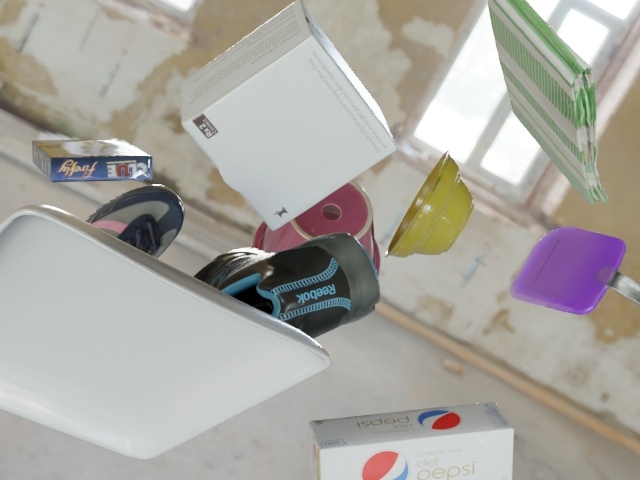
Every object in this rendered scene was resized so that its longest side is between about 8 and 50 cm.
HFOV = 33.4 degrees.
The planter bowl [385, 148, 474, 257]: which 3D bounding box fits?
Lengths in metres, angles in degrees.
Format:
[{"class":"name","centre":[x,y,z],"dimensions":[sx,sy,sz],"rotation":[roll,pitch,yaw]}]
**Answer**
[{"class":"planter bowl","centre":[0.204,-0.043,1.845],"dimensions":[0.090,0.217,0.217],"rotation":[30,11,-1]}]

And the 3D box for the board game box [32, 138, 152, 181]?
[{"class":"board game box","centre":[-0.394,-0.139,1.820],"dimensions":[0.165,0.042,0.243],"rotation":[-3,13,-21]}]

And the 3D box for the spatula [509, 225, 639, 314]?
[{"class":"spatula","centre":[0.298,0.057,0.893],"dimensions":[0.296,0.084,0.030],"rotation":[23,-16,34]}]

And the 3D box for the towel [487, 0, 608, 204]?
[{"class":"towel","centre":[0.327,-0.213,1.536],"dimensions":[0.248,0.038,0.325],"rotation":[58,0,35]}]

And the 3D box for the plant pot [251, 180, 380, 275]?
[{"class":"plant pot","centre":[0.000,0.000,1.595],"dimensions":[0.201,0.201,0.180],"rotation":[31,-32,11]}]

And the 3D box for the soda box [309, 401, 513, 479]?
[{"class":"soda box","centre":[0.099,0.233,1.169],"dimensions":[0.216,0.073,0.069],"rotation":[-4,18,-8]}]

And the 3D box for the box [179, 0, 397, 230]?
[{"class":"box","centre":[-0.039,-0.143,1.231],"dimensions":[0.181,0.182,0.119],"rotation":[50,14,-31]}]

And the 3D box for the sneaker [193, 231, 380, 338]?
[{"class":"sneaker","centre":[-0.093,0.070,1.162],"dimensions":[0.140,0.341,0.125],"rotation":[-19,86,-40]}]

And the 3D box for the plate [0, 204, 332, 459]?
[{"class":"plate","centre":[-0.178,0.080,0.859],"dimensions":[0.277,0.278,0.045],"rotation":[29,47,-30]}]

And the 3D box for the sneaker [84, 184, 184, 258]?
[{"class":"sneaker","centre":[-0.266,0.045,1.311],"dimensions":[0.131,0.319,0.112],"rotation":[19,-42,41]}]
